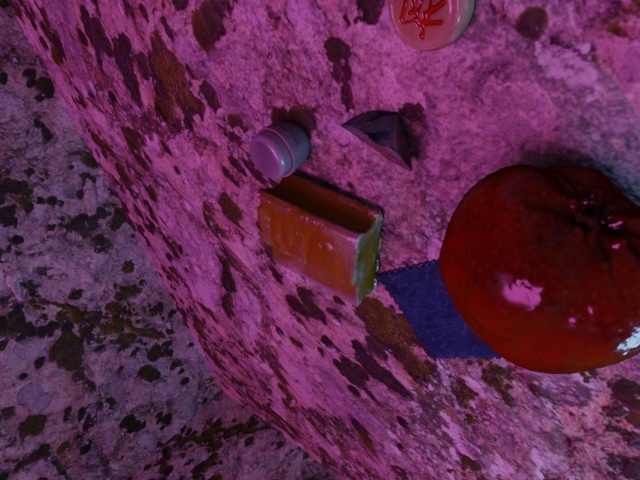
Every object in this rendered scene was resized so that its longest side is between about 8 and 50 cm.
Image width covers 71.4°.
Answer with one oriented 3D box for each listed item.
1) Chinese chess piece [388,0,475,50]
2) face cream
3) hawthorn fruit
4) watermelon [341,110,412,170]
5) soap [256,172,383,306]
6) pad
[{"bbox_3d":[0.153,-0.330,0.622,0.122,0.051,0.122,30,141,27],"label":"Chinese chess piece"},{"bbox_3d":[-0.090,-0.201,0.988,0.117,0.104,0.117,30,141,28],"label":"face cream"},{"bbox_3d":[0.303,0.058,0.638,0.287,0.287,0.330,38,150,19],"label":"hawthorn fruit"},{"bbox_3d":[0.107,-0.187,0.808,0.180,0.081,0.094,48,167,33],"label":"watermelon"},{"bbox_3d":[0.000,0.000,1.059,0.281,0.143,0.259,23,139,27],"label":"soap"},{"bbox_3d":[0.277,0.161,0.995,0.269,0.012,0.270,55,147,-7],"label":"pad"}]
